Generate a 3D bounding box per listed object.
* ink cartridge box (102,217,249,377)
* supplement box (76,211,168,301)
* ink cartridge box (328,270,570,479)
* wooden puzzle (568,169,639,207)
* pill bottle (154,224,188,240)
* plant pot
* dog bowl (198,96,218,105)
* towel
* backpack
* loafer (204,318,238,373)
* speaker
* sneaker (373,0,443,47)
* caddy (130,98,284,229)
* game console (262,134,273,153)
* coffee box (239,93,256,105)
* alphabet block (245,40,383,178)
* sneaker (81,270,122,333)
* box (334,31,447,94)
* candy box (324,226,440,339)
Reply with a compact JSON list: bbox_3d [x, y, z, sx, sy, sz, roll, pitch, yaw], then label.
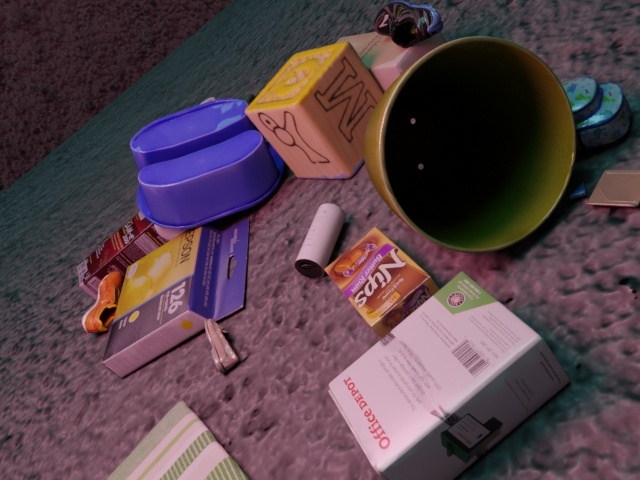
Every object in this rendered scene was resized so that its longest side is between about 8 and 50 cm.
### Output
[{"bbox_3d":[-0.290,0.091,1.316,0.307,0.072,0.304,-33,31,17],"label":"ink cartridge box"},{"bbox_3d":[-0.489,0.031,1.600,0.239,0.073,0.130,-42,31,-4],"label":"supplement box"},{"bbox_3d":[0.138,0.163,0.734,0.219,0.092,0.160,-40,31,1],"label":"ink cartridge box"},{"bbox_3d":[0.391,-0.067,0.833,0.078,0.014,0.116,-46,31,-18],"label":"wooden puzzle"},{"bbox_3d":[-0.345,-0.085,1.561,0.103,0.103,0.184,-32,31,13],"label":"pill bottle"},{"bbox_3d":[0.172,-0.141,0.958,0.275,0.275,0.293,-43,16,-4],"label":"plant pot"},{"bbox_3d":[-0.338,-0.255,1.730,0.265,0.104,0.265,-38,26,22],"label":"dog bowl"},{"bbox_3d":[-0.220,0.385,0.897,0.248,0.038,0.324,-48,30,-15],"label":"towel"},{"bbox_3d":[0.378,-0.181,0.923,0.114,0.084,0.105,-9,45,37],"label":"backpack"},{"bbox_3d":[-0.169,0.177,1.107,0.039,0.045,0.125,-24,38,-5],"label":"loafer"},{"bbox_3d":[0.000,0.000,1.128,0.055,0.055,0.136,-13,40,37],"label":"speaker"},{"bbox_3d":[0.155,-0.416,1.240,0.078,0.067,0.188,-38,33,-12],"label":"sneaker"},{"bbox_3d":[-0.253,-0.160,1.426,0.341,0.179,0.241,-20,51,-5],"label":"caddy"},{"bbox_3d":[-0.075,-0.295,1.598,0.361,0.044,0.213,-42,31,-1],"label":"game console"},{"bbox_3d":[-0.275,-0.360,1.896,0.184,0.040,0.113,-12,41,38],"label":"coffee box"},{"bbox_3d":[0.002,-0.260,1.319,0.192,0.197,0.193,7,54,50],"label":"alphabet block"},{"bbox_3d":[-0.485,0.143,1.482,0.067,0.064,0.175,-6,47,15],"label":"sneaker"},{"bbox_3d":[0.127,-0.365,1.389,0.148,0.121,0.311,-51,33,-19],"label":"box"},{"bbox_3d":[0.090,0.062,0.956,0.109,0.053,0.187,-40,32,-1],"label":"candy box"}]
